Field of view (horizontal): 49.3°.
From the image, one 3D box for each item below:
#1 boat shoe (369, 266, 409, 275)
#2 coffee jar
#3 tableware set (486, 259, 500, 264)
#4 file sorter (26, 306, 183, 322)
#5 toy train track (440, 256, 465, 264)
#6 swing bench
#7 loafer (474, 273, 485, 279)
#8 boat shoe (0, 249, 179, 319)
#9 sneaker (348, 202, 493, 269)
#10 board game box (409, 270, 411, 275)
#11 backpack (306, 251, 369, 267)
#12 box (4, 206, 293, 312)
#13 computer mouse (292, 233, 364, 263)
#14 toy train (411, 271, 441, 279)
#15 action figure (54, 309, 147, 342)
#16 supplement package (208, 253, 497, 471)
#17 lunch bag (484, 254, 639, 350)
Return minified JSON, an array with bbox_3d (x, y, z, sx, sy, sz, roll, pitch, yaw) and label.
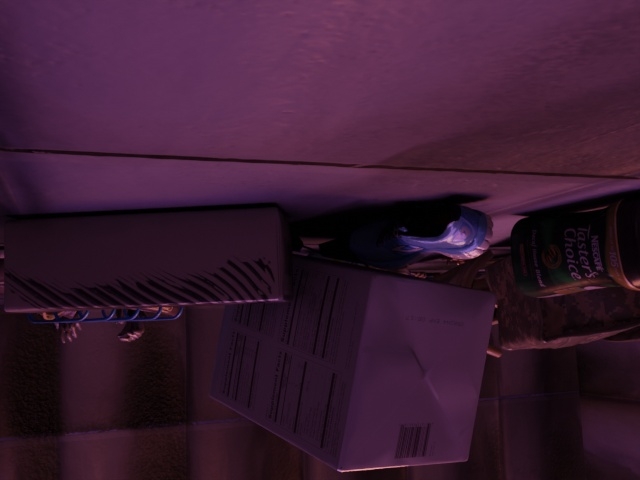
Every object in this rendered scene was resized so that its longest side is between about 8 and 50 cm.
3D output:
[{"bbox_3d":[0.114,0.101,1.427,0.118,0.103,0.320,-4,173,15],"label":"boat shoe"},{"bbox_3d":[0.293,0.009,0.741,0.079,0.096,0.184,-1,173,-30],"label":"coffee jar"},{"bbox_3d":[0.451,0.058,1.441,0.194,0.039,0.128,-6,172,33],"label":"tableware set"},{"bbox_3d":[-0.267,0.050,0.879,0.118,0.105,0.170,-7,171,30],"label":"file sorter"},{"bbox_3d":[0.264,0.041,1.353,0.048,0.014,0.083,-6,173,30],"label":"toy train track"},{"bbox_3d":[0.298,0.124,1.321,0.254,0.165,0.253,4,163,-22],"label":"swing bench"},{"bbox_3d":[0.496,0.132,1.783,0.319,0.112,0.111,-3,-178,9],"label":"loafer"},{"bbox_3d":[-0.355,0.065,1.006,0.324,0.097,0.116,2,172,-34],"label":"boat shoe"},{"bbox_3d":[0.091,-0.015,0.713,0.162,0.064,0.073,-12,150,39],"label":"sneaker"},{"bbox_3d":[0.007,0.118,1.647,0.346,0.078,0.233,1,172,-26],"label":"board game box"},{"bbox_3d":[0.016,0.074,1.124,0.104,0.114,0.084,-4,153,29],"label":"backpack"},{"bbox_3d":[-0.169,0.023,0.717,0.274,0.094,0.113,-3,174,5],"label":"box"},{"bbox_3d":[0.000,0.000,0.864,0.242,0.041,0.071,11,180,-39],"label":"computer mouse"},{"bbox_3d":[0.262,0.157,1.778,0.105,0.144,0.248,-6,173,24],"label":"toy train"},{"bbox_3d":[-0.390,0.110,1.210,0.163,0.141,0.275,-7,169,12],"label":"action figure"},{"bbox_3d":[0.030,0.127,0.827,0.199,0.198,0.262,11,179,-38],"label":"supplement package"},{"bbox_3d":[0.425,0.074,1.059,0.286,0.169,0.235,-9,170,-3],"label":"lunch bag"}]
